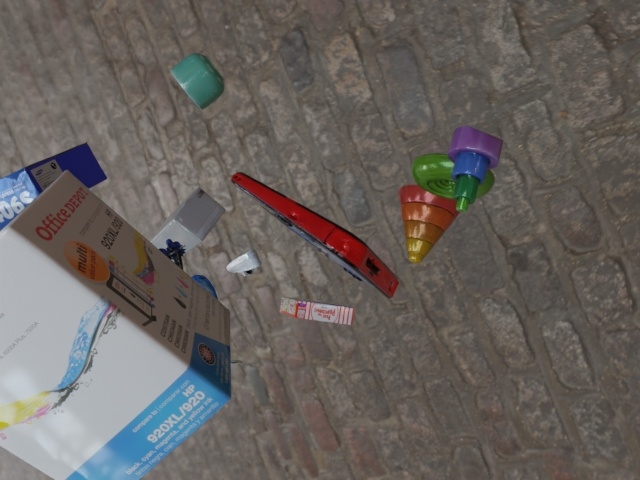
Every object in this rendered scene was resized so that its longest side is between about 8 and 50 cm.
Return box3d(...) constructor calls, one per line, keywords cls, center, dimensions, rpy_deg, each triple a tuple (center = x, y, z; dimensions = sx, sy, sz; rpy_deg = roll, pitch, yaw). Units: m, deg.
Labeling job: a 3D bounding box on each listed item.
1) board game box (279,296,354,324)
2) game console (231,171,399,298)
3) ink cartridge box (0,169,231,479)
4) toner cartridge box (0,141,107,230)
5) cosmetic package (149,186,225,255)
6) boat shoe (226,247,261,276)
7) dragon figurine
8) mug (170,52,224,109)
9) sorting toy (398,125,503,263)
box3d(cls="board game box", center=(-0.014, 0.177, 1.394), dimensions=(0.193, 0.146, 0.045), rpy_deg=(165, 114, -76))
box3d(cls="game console", center=(0.000, 0.000, 1.241), dimensions=(0.341, 0.386, 0.060), rpy_deg=(29, 84, 27))
box3d(cls="ink cartridge box", center=(-0.225, 0.086, 0.521), dimensions=(0.168, 0.171, 0.233), rpy_deg=(-41, 112, 8))
box3d(cls="toner cartridge box", center=(-0.559, -0.059, 0.942), dimensions=(0.347, 0.165, 0.075), rpy_deg=(-18, 107, 19))
box3d(cls="cosmetic package", center=(-0.370, -0.039, 1.507), dimensions=(0.107, 0.127, 0.238), rpy_deg=(41, 149, -18))
box3d(cls="boat shoe", center=(-0.221, 0.074, 1.616), dimensions=(0.063, 0.066, 0.184), rpy_deg=(58, 144, -1))
box3d(cls="dragon figurine", center=(-0.261, 0.127, 1.100), dimensions=(0.289, 0.085, 0.144), rpy_deg=(48, 140, 25))
box3d(cls="mug", center=(-0.317, -0.428, 1.437), dimensions=(0.097, 0.129, 0.158), rpy_deg=(-37, 44, 3))
box3d(cls="sorting toy", center=(0.185, -0.045, 0.848), dimensions=(0.126, 0.365, 0.126), rpy_deg=(16, 78, 2))
